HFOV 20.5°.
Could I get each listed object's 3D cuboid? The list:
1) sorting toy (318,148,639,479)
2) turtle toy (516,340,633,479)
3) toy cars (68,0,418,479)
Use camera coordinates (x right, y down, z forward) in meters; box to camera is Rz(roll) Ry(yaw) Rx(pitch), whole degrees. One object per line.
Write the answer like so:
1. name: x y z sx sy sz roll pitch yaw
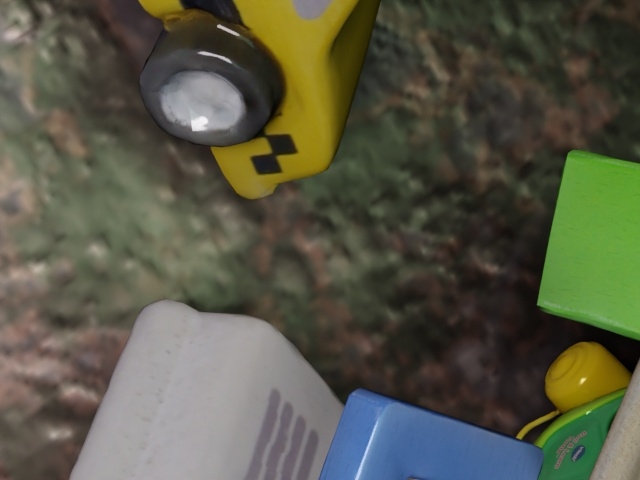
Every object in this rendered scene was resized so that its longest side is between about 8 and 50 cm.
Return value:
1. sorting toy: 0.119 0.110 0.470 0.348 0.047 0.196 43 71 -44
2. turtle toy: 0.108 0.075 0.539 0.095 0.066 0.130 43 78 -15
3. toy cars: 0.000 0.000 0.440 0.087 0.176 0.393 -4 93 23
